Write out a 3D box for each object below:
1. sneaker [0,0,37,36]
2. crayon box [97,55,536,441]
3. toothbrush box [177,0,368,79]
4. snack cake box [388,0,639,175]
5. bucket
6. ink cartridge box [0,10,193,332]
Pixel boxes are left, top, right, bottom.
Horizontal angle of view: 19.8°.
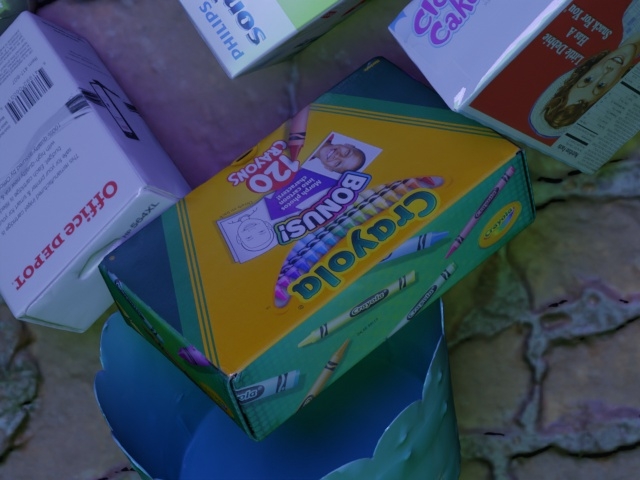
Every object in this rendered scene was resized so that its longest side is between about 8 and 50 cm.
[{"bbox_3d":[-0.314,-0.145,1.446,0.192,0.086,0.064,-25,106,11],"label":"sneaker"},{"bbox_3d":[0.000,0.000,1.343,0.278,0.165,0.081,-38,140,-18],"label":"crayon box"},{"bbox_3d":[0.035,-0.249,1.323,0.283,0.206,0.122,-33,92,12],"label":"toothbrush box"},{"bbox_3d":[0.179,-0.148,1.331,0.152,0.264,0.089,-44,65,16],"label":"snack cake box"},{"bbox_3d":[-0.023,0.129,1.418,0.281,0.281,0.183,-10,138,6],"label":"bucket"},{"bbox_3d":[-0.206,-0.051,1.416,0.148,0.086,0.203,-44,60,15],"label":"ink cartridge box"}]
